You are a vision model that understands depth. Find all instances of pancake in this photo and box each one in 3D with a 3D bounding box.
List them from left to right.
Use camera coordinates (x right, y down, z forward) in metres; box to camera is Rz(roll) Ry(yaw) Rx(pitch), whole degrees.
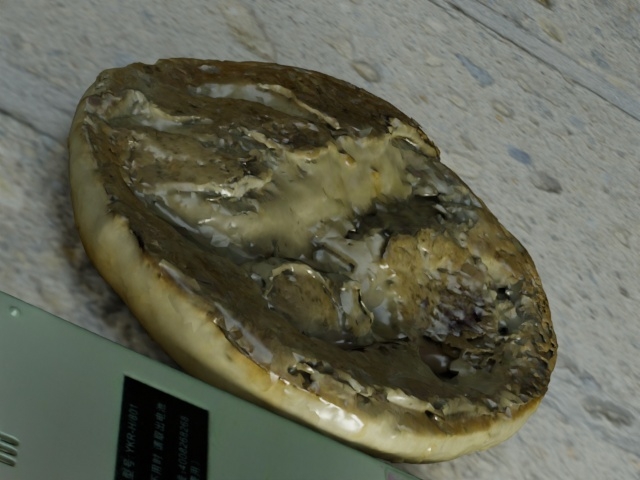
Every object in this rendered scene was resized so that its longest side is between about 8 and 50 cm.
[{"bbox_3d":[0.000,0.001,0.938,0.386,0.082,0.387,25,35,-19],"label":"pancake"}]

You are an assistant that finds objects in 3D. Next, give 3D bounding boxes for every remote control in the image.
[{"bbox_3d":[-0.036,0.147,0.719,0.344,0.050,0.145,28,30,-21],"label":"remote control"}]
